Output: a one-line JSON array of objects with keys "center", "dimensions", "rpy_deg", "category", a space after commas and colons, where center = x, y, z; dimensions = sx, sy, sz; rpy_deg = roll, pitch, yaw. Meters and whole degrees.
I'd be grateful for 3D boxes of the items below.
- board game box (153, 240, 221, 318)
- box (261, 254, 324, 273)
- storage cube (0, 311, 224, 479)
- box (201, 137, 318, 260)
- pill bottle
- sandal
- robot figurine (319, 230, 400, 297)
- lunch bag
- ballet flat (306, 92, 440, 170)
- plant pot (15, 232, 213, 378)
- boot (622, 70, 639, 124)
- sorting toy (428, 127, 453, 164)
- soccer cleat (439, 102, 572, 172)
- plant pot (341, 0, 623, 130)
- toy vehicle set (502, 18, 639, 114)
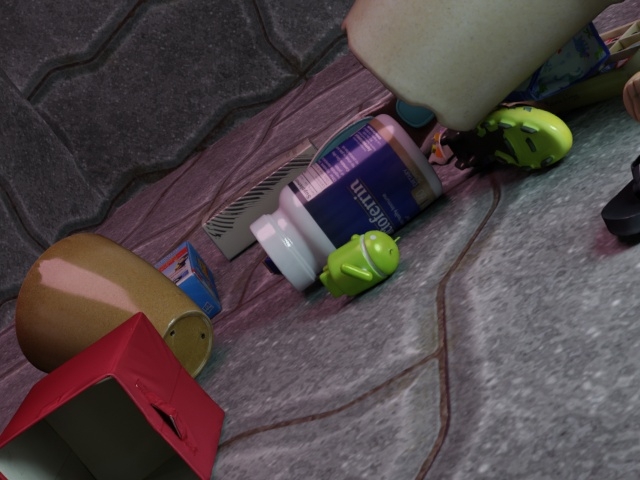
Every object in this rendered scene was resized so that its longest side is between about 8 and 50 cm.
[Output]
[{"center": [-0.335, 0.151, 1.946], "dimensions": [0.308, 0.086, 0.302], "rpy_deg": [-38, 14, 0], "category": "board game box"}, {"center": [0.000, 0.000, 1.717], "dimensions": [0.136, 0.036, 0.225], "rpy_deg": [-42, 16, -19], "category": "box"}, {"center": [-0.251, 0.234, 1.273], "dimensions": [0.215, 0.183, 0.193], "rpy_deg": [-35, 14, 12], "category": "storage cube"}, {"center": [-0.103, -0.084, 2.110], "dimensions": [0.275, 0.094, 0.113], "rpy_deg": [-37, 13, 3], "category": "box"}, {"center": [0.035, -0.051, 1.550], "dimensions": [0.264, 0.153, 0.153], "rpy_deg": [-38, 14, 1], "category": "pill bottle"}, {"center": [0.370, -0.096, 1.074], "dimensions": [0.254, 0.054, 0.097], "rpy_deg": [-42, 15, -18], "category": "sandal"}, {"center": [0.056, 0.031, 1.412], "dimensions": [0.115, 0.067, 0.101], "rpy_deg": [-31, 13, 23], "category": "robot figurine"}, {"center": [0.302, -0.245, 1.476], "dimensions": [0.151, 0.096, 0.129], "rpy_deg": [-45, 21, -18], "category": "lunch bag"}, {"center": [0.141, -0.196, 1.803], "dimensions": [0.400, 0.139, 0.139], "rpy_deg": [-45, 11, 20], "category": "ballet flat"}, {"center": [-0.297, 0.132, 1.622], "dimensions": [0.254, 0.237, 0.237], "rpy_deg": [17, 49, 36], "category": "plant pot"}, {"center": [0.444, -0.168, 1.015], "dimensions": [0.248, 0.090, 0.207], "rpy_deg": [6, 35, 43], "category": "boot"}, {"center": [0.203, -0.155, 1.724], "dimensions": [0.083, 0.045, 0.075], "rpy_deg": [-44, -4, -26], "category": "sorting toy"}, {"center": [0.266, -0.157, 1.449], "dimensions": [0.121, 0.093, 0.289], "rpy_deg": [-38, 13, -13], "category": "soccer cleat"}, {"center": [0.199, -0.318, 1.320], "dimensions": [0.305, 0.334, 0.334], "rpy_deg": [-51, 8, 23], "category": "plant pot"}, {"center": [0.398, -0.252, 1.541], "dimensions": [0.166, 0.035, 0.267], "rpy_deg": [-44, 16, -25], "category": "toy vehicle set"}]
